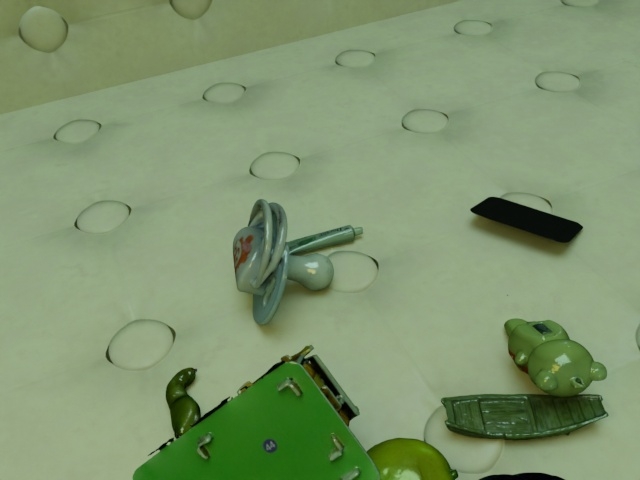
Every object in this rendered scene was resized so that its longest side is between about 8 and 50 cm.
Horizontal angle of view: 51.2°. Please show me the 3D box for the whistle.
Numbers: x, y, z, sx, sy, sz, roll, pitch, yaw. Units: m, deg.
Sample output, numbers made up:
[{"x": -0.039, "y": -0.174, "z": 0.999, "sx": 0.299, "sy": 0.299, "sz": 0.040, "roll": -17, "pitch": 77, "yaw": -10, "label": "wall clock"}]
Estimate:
[{"x": 0.430, "y": 0.217, "z": 1.284, "sx": 0.131, "sy": 0.106, "sz": 0.288, "roll": -9, "pitch": 15, "yaw": -7, "label": "whistle"}]

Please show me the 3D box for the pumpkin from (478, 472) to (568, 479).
[{"x": 0.290, "y": 0.489, "z": 0.872, "sx": 0.363, "sy": 0.266, "sz": 0.363, "roll": 5, "pitch": 43, "yaw": -5, "label": "pumpkin"}]

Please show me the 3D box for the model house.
[{"x": -0.092, "y": 0.357, "z": 1.147, "sx": 0.358, "sy": 0.313, "sz": 0.242, "roll": -38, "pitch": 87, "yaw": 7, "label": "model house"}]

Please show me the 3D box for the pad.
[{"x": 0.461, "y": -0.008, "z": 1.601, "sx": 0.250, "sy": 0.055, "sz": 0.323, "roll": 23, "pitch": 48, "yaw": 28, "label": "pad"}]

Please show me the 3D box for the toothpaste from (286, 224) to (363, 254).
[{"x": 0.000, "y": 0.000, "z": 1.653, "sx": 0.218, "sy": 0.041, "sz": 0.064, "roll": -14, "pitch": 29, "yaw": -6, "label": "toothpaste"}]

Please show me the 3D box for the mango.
[{"x": 0.109, "y": 0.439, "z": 1.054, "sx": 0.185, "sy": 0.149, "sz": 0.273, "roll": 30, "pitch": 57, "yaw": 22, "label": "mango"}]

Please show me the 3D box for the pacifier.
[{"x": -0.073, "y": 0.049, "z": 1.498, "sx": 0.233, "sy": 0.244, "sz": 0.299, "roll": 15, "pitch": 36, "yaw": -25, "label": "pacifier"}]

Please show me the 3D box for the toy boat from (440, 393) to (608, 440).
[{"x": 0.371, "y": 0.324, "z": 1.228, "sx": 0.293, "sy": 0.055, "sz": 0.093, "roll": -3, "pitch": 40, "yaw": 3, "label": "toy boat"}]

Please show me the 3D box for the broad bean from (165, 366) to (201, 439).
[{"x": -0.263, "y": 0.321, "z": 1.284, "sx": 0.070, "sy": 0.048, "sz": 0.213, "roll": -26, "pitch": 31, "yaw": 3, "label": "broad bean"}]
